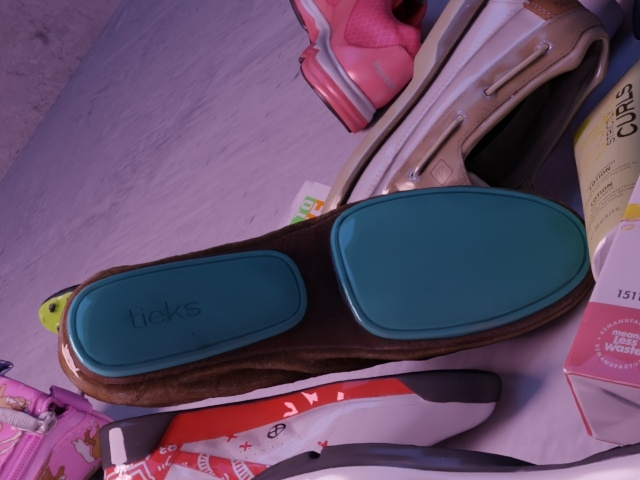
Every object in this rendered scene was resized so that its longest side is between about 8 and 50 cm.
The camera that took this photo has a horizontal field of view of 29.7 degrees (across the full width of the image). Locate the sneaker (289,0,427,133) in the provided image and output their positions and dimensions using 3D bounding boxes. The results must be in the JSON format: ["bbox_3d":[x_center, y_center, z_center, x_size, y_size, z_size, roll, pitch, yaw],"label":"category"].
[{"bbox_3d":[0.055,-0.233,1.295,0.136,0.116,0.314,-32,33,16],"label":"sneaker"}]

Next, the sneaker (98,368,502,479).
[{"bbox_3d":[-0.007,0.168,0.766,0.270,0.145,0.090,-12,-10,14],"label":"sneaker"}]

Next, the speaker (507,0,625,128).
[{"bbox_3d":[0.177,-0.133,0.931,0.136,0.055,0.055,-54,22,-9],"label":"speaker"}]

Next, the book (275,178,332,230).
[{"bbox_3d":[0.000,0.000,1.095,0.096,0.035,0.144,-56,23,-5],"label":"book"}]

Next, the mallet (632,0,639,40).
[{"bbox_3d":[0.237,-0.179,0.885,0.190,0.062,0.039,-105,15,-68],"label":"mallet"}]

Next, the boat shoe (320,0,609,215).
[{"bbox_3d":[0.093,-0.044,0.853,0.103,0.113,0.302,40,113,36],"label":"boat shoe"}]

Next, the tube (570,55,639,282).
[{"bbox_3d":[0.192,-0.047,0.760,0.070,0.062,0.240,-9,29,14],"label":"tube"}]

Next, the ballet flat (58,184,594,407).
[{"bbox_3d":[0.005,0.047,0.785,0.124,0.342,0.116,91,163,-67],"label":"ballet flat"}]

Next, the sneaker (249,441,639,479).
[{"bbox_3d":[0.047,0.220,0.449,0.447,0.169,0.257,-22,32,45],"label":"sneaker"}]

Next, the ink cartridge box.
[{"bbox_3d":[0.205,0.007,0.573,0.115,0.067,0.198,9,56,32],"label":"ink cartridge box"}]

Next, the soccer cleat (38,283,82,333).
[{"bbox_3d":[-0.220,0.062,1.325,0.179,0.060,0.072,-15,16,7],"label":"soccer cleat"}]

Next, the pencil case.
[{"bbox_3d":[-0.332,0.301,1.078,0.160,0.167,0.386,10,56,28],"label":"pencil case"}]

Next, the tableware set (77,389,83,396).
[{"bbox_3d":[-0.243,0.098,1.388,0.128,0.039,0.194,-39,24,26],"label":"tableware set"}]
